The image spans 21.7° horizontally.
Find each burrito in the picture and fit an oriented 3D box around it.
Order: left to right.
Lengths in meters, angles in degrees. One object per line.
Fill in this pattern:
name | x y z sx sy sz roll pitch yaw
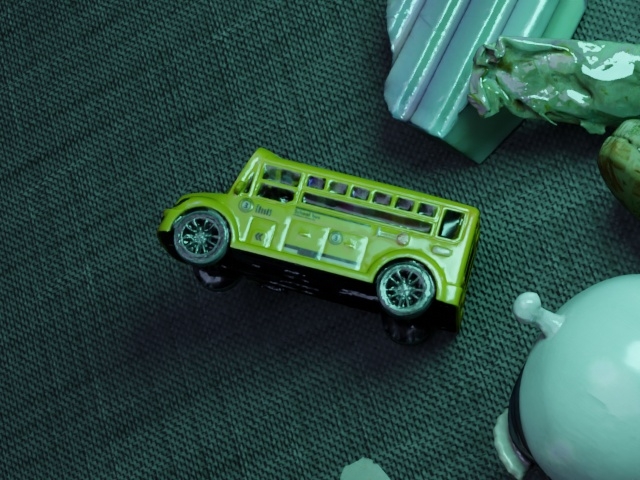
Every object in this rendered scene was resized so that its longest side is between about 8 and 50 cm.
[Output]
burrito | 0.305 -0.157 1.701 0.309 0.066 0.096 4 107 4

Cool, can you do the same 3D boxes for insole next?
insole | 0.091 0.303 1.775 0.197 0.004 0.065 39 96 31

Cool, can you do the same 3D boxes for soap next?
soap | 0.181 -0.258 1.825 0.193 0.109 0.324 25 88 32

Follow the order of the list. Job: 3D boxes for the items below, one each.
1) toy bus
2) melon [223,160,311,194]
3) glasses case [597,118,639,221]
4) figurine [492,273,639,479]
toy bus | 0.000 0.000 1.782 0.331 0.145 0.151 15 77 9
melon | -0.060 -0.038 1.912 0.160 0.079 0.128 26 91 32
glasses case | 0.439 0.020 1.576 0.425 0.156 0.098 38 88 31
figurine | 0.354 0.165 1.555 0.361 0.211 0.253 28 58 32
